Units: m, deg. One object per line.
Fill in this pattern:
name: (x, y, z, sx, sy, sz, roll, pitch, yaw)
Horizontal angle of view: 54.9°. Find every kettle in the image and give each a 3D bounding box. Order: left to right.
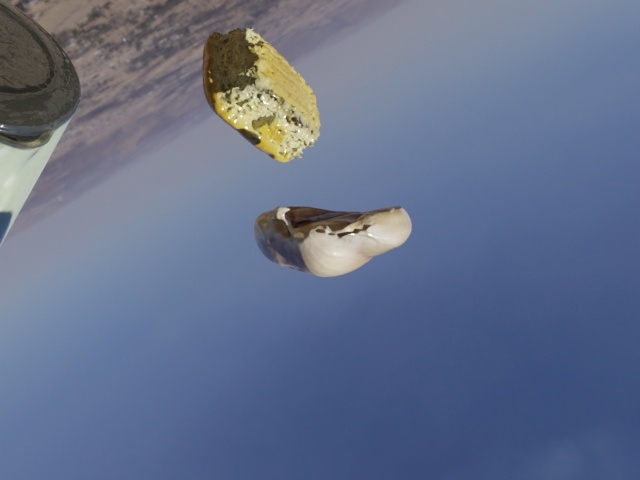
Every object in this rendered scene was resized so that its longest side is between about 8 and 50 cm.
kettle: (-0.463, -0.113, 0.653, 0.377, 0.361, 0.250, -44, 161, 28)

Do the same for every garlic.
garlic: (0.000, 0.000, 0.957, 0.228, 0.110, 0.217, 1, 180, -41)

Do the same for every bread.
bread: (-0.099, -0.248, 1.057, 0.121, 0.245, 0.174, -28, -121, 23)
